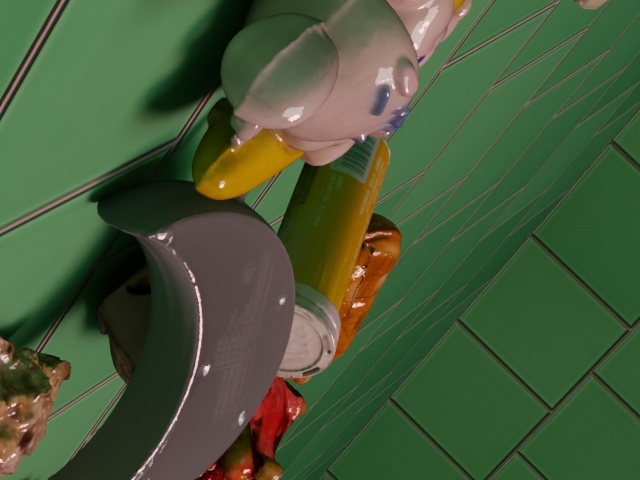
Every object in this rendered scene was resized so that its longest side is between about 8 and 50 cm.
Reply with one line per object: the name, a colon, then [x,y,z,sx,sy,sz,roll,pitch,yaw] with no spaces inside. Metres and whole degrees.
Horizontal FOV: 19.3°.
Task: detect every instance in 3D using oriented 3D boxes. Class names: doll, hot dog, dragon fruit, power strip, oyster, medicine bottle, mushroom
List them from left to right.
oyster: [-0.226,0.115,1.111,0.133,0.072,0.209,-49,169,4]
mushroom: [-0.105,0.068,1.360,0.096,0.108,0.247,-12,165,0]
power strip: [-0.088,0.053,1.201,0.168,0.054,0.253,-11,123,-47]
dragon fruit: [-0.084,0.160,1.730,0.150,0.207,0.133,16,112,-30]
medicine bottle: [0.000,0.000,1.367,0.074,0.074,0.218,-54,-170,42]
hot dog: [0.008,0.044,1.782,0.102,0.076,0.249,-30,159,-31]
doll: [0.014,-0.109,1.072,0.237,0.111,0.252,-41,178,-21]

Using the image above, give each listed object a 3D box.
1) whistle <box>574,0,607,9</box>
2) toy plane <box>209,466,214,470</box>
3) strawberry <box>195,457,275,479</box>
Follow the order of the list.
whistle: [0.316,-0.292,1.727,0.114,0.077,0.235,-7,148,-44]
toy plane: [-0.095,0.196,1.935,0.162,0.065,0.171,-44,170,-21]
strawberry: [-0.104,0.266,2.206,0.106,0.106,0.106,-44,171,-9]
